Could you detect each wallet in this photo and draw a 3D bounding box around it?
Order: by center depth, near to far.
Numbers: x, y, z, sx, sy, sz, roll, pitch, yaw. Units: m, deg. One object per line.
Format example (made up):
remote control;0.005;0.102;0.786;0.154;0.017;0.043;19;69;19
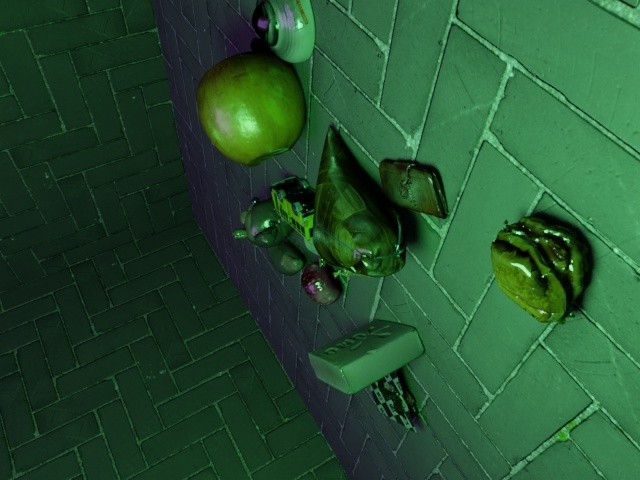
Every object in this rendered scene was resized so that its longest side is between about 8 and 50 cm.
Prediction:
wallet;0.226;-0.138;1.370;0.255;0.031;0.137;26;139;61

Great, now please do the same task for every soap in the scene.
soap;0.145;0.374;1.742;0.285;0.296;0.107;-5;108;66

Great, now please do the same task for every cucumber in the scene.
cucumber;-0.186;-0.652;1.792;0.181;0.053;0.053;35;143;50

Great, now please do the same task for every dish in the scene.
dish;-0.139;-0.650;1.567;0.273;0.133;0.273;51;153;38

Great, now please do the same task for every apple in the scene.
apple;-0.216;-0.426;1.760;0.384;0.374;0.374;-43;-70;-81

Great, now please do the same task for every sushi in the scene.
sushi;0.255;0.530;1.964;0.292;0.059;0.294;2;114;66

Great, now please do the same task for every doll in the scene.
doll;-0.169;-0.027;2.259;0.378;0.252;0.382;38;170;-19

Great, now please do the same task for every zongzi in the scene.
zongzi;0.096;-0.122;1.473;0.403;0.207;0.432;-163;68;-73

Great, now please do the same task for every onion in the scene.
onion;0.006;0.164;2.058;0.177;0.153;0.177;46;165;15

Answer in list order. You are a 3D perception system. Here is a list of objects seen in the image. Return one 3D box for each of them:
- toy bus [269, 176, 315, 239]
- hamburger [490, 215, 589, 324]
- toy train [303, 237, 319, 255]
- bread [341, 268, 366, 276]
toy bus;-0.073;-0.123;1.966;0.262;0.128;0.150;41;147;47
hamburger;0.405;0.060;1.029;0.183;0.130;0.206;46;153;48
toy train;0.000;0.000;2.003;0.188;0.072;0.099;27;142;58
bread;0.121;0.044;1.776;0.147;0.127;0.152;21;98;64
